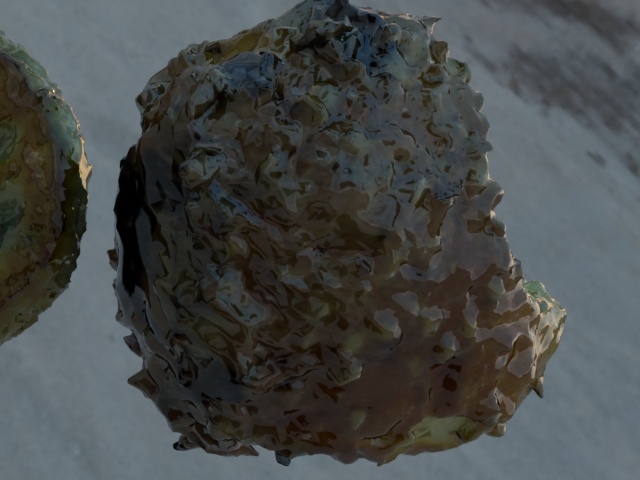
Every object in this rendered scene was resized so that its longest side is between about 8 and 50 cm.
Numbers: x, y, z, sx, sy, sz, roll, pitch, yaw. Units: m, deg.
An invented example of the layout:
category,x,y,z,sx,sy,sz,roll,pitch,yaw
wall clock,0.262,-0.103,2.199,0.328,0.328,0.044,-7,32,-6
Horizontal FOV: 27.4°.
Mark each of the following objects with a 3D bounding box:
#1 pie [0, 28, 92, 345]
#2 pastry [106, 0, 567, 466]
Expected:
category,x,y,z,sx,sy,sz,roll,pitch,yaw
pie,-0.323,-0.035,1.069,0.315,0.315,0.092,47,10,14
pastry,-0.009,0.014,1.042,0.292,0.337,0.405,-112,176,-56
